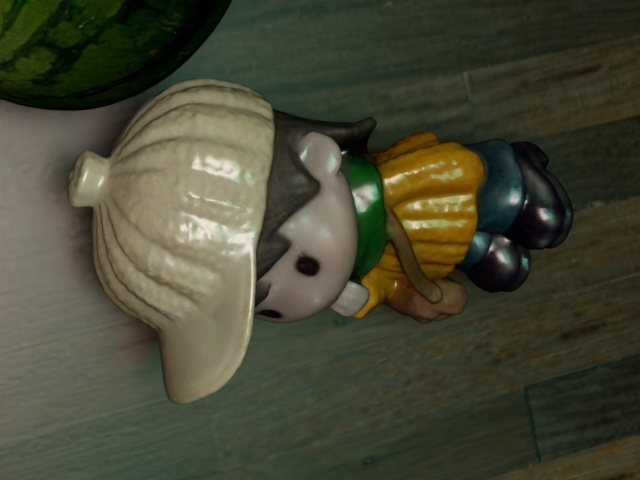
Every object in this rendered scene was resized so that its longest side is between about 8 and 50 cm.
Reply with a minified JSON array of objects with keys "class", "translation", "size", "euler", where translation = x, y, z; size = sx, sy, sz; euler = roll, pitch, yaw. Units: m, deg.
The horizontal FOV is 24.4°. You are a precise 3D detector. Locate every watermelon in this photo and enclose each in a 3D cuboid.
[{"class":"watermelon","translation":[-0.165,-0.199,0.922],"size":[0.242,0.242,0.242],"euler":[-1,93,-17]}]

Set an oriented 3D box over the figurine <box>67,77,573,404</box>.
[{"class":"figurine","translation":[-0.005,-0.025,1.028],"size":[0.332,0.185,0.204],"euler":[-17,64,-33]}]
